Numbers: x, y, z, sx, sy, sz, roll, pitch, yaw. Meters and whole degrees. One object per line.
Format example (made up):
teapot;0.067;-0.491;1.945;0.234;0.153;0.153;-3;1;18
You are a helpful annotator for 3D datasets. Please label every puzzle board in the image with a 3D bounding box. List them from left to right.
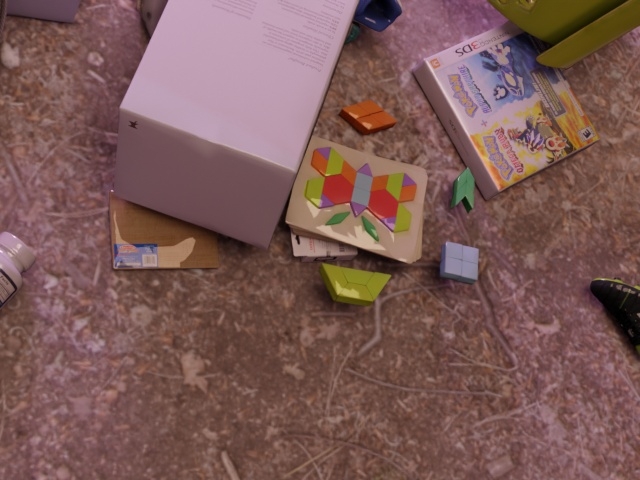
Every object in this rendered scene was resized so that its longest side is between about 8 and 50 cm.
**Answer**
puzzle board;-0.187;-0.012;1.444;0.128;0.011;0.096;-1;76;-19

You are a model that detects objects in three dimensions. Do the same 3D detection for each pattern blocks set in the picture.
pattern blocks set;0.046;-0.055;1.503;0.325;0.026;0.285;4;63;-17

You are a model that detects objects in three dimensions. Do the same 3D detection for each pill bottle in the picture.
pill bottle;-0.372;0.049;1.330;0.067;0.067;0.120;41;66;-4

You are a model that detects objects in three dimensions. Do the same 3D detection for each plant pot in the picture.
plant pot;0.357;-0.369;1.597;0.207;0.228;0.227;56;42;-5

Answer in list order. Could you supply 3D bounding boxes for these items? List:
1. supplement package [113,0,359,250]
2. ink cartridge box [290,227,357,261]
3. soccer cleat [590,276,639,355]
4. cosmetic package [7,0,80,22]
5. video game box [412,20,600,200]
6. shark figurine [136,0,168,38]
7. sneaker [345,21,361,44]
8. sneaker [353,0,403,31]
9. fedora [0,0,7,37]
supplement package;-0.098;-0.169;1.389;0.199;0.198;0.262;20;62;-2
ink cartridge box;0.000;0.000;1.495;0.083;0.028;0.048;-2;73;-20
soccer cleat;0.427;0.112;1.598;0.179;0.060;0.072;33;68;-11
cosmetic package;-0.422;-0.465;1.444;0.284;0.097;0.377;5;73;-17
video game box;0.251;-0.183;1.627;0.187;0.048;0.205;-27;85;-22
shark figurine;-0.207;-0.395;1.433;0.116;0.278;0.166;0;53;25
sneaker;-0.025;-0.300;1.558;0.166;0.065;0.076;11;63;-21
sneaker;0.012;-0.338;1.453;0.131;0.112;0.296;53;22;23
fedora;-0.464;-0.236;1.289;0.244;0.124;0.275;36;94;-25
